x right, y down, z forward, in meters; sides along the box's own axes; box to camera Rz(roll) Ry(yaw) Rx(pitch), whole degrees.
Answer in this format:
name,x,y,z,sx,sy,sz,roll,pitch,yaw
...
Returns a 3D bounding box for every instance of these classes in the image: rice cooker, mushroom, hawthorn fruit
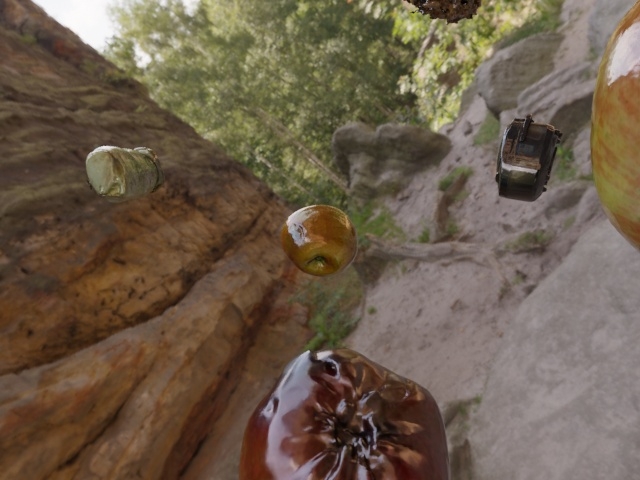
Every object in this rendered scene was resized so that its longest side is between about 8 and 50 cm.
name,x,y,z,sx,sy,sz,roll,pitch,yaw
rice cooker,0.381,-0.150,1.013,0.165,0.107,0.112,-63,-24,-16
mushroom,-0.358,-0.124,1.012,0.081,0.099,0.312,-27,10,0
hawthorn fruit,0.036,0.316,0.767,0.308,0.308,0.324,-55,-19,-15

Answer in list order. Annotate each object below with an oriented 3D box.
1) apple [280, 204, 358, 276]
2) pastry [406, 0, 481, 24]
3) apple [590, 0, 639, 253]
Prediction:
name,x,y,z,sx,sy,sz,roll,pitch,yaw
apple,0.000,0.000,0.807,0.099,0.114,0.101,-55,30,34
pastry,0.240,-0.535,0.998,0.193,0.274,0.275,-12,11,-6
apple,0.365,-0.099,0.415,0.301,0.302,0.301,-48,13,15
